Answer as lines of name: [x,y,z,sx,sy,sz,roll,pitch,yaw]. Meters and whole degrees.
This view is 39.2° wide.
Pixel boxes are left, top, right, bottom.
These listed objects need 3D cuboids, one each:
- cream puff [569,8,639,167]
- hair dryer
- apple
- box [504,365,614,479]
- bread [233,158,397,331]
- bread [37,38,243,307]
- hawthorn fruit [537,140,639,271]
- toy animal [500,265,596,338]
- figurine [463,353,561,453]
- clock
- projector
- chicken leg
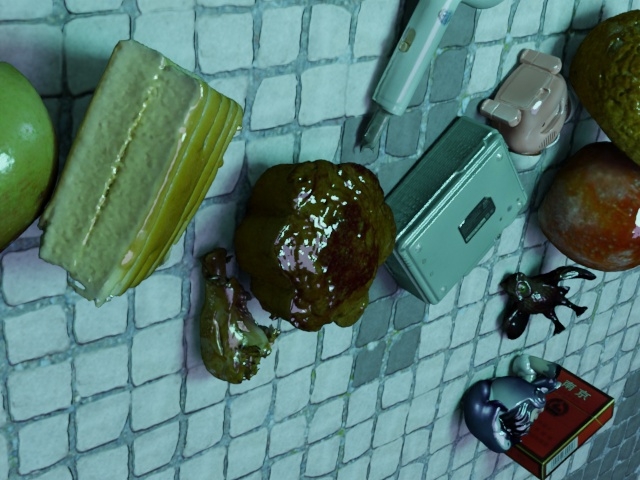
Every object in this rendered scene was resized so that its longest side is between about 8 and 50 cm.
cream puff: [0.563,-0.254,1.503,0.303,0.303,0.212,11,140,-46]
hair dryer: [0.129,-0.274,1.237,0.173,0.107,0.357,8,114,-43]
apple: [-0.342,-0.070,0.854,0.188,0.174,0.207,-29,147,-25]
box: [0.493,0.385,1.923,0.239,0.153,0.074,-32,129,-26]
bread: [-0.008,0.007,1.207,0.247,0.135,0.232,47,61,-48]
bread: [-0.186,-0.068,0.961,0.246,0.111,0.239,-64,177,5]
hawthorn fruit: [0.522,-0.047,1.646,0.231,0.263,0.235,14,133,-25]
toy animal: [0.419,0.104,1.752,0.179,0.116,0.218,35,117,-22]
figurine: [0.381,0.318,1.804,0.222,0.145,0.145,-43,137,-30]
clock: [0.355,-0.209,1.486,0.166,0.092,0.162,-52,141,-8]
projector: [0.209,-0.042,1.438,0.257,0.099,0.192,-48,139,-11]
chicken leg: [-0.118,0.105,1.225,0.085,0.101,0.208,-51,139,-57]
